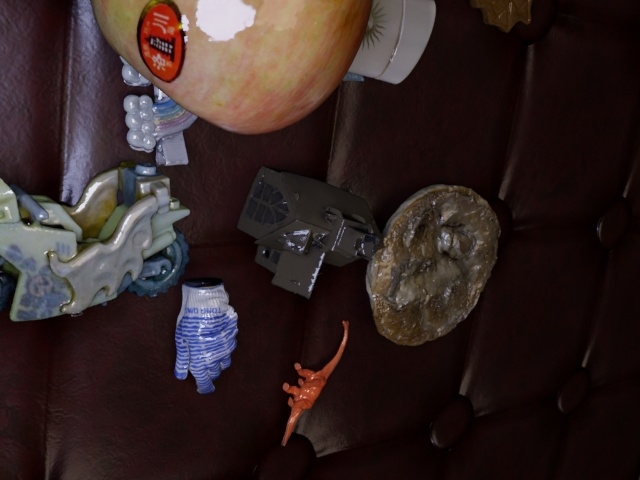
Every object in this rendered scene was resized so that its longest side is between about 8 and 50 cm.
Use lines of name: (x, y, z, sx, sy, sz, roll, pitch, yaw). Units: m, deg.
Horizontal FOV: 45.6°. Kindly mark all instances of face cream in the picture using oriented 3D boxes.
face cream: (0.053, -0.384, 1.335, 0.348, 0.081, 0.174, 6, 103, -38)

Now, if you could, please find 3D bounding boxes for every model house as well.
model house: (0.000, 0.000, 1.330, 0.211, 0.243, 0.204, 15, 97, -40)

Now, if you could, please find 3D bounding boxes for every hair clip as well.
hair clip: (-0.245, -0.223, 1.199, 0.140, 0.054, 0.220, -10, 108, -28)

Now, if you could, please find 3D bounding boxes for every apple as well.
apple: (-0.112, -0.356, 1.027, 0.391, 0.391, 0.346, 25, 111, -40)

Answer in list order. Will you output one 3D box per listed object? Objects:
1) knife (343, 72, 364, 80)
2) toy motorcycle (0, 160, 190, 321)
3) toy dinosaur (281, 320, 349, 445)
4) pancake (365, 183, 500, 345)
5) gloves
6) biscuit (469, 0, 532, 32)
knife: (-0.005, -0.300, 1.367, 0.210, 0.015, 0.028, -9, 105, -35)
toy motorcycle: (-0.372, -0.001, 1.110, 0.410, 0.168, 0.237, -9, 118, -40)
toy dinosaur: (-0.019, 0.282, 1.547, 0.101, 0.055, 0.280, 34, 84, -49)
pancake: (0.238, 0.055, 1.634, 0.386, 0.082, 0.387, -16, 116, -36)
gloves: (-0.204, 0.173, 1.350, 0.119, 0.097, 0.229, -2, 116, -4)
biscuit: (0.385, -0.522, 1.564, 0.215, 0.034, 0.182, 40, 81, -39)
